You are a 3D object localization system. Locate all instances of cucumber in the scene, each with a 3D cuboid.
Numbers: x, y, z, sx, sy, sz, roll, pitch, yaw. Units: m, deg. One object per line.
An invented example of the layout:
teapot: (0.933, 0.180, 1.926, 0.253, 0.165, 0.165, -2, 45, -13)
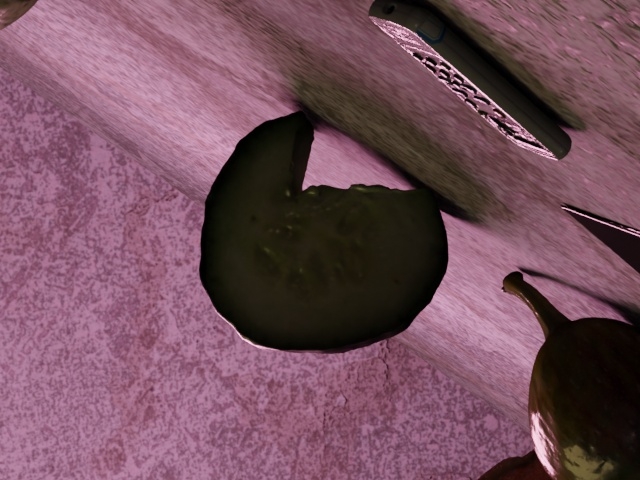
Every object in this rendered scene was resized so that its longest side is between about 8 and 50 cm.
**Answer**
cucumber: (-0.001, 0.010, 1.475, 0.191, 0.191, 0.130, 33, -176, 9)

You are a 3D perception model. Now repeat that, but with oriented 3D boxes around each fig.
fig: (0.200, 0.091, 1.446, 0.149, 0.149, 0.245, 40, -168, -50)

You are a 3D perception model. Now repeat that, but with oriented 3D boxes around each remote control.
remote control: (0.077, -0.082, 0.960, 0.124, 0.018, 0.053, 37, 175, -31)

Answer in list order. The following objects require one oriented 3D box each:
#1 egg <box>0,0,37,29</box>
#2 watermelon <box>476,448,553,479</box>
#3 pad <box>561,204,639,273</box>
egg: (-0.232, -0.194, 1.184, 0.181, 0.141, 0.141, 15, 163, 44)
watermelon: (0.284, 0.256, 1.468, 0.319, 0.292, 0.222, 43, 179, 0)
pad: (0.257, 0.046, 1.107, 0.163, 0.004, 0.243, 37, 174, -31)
